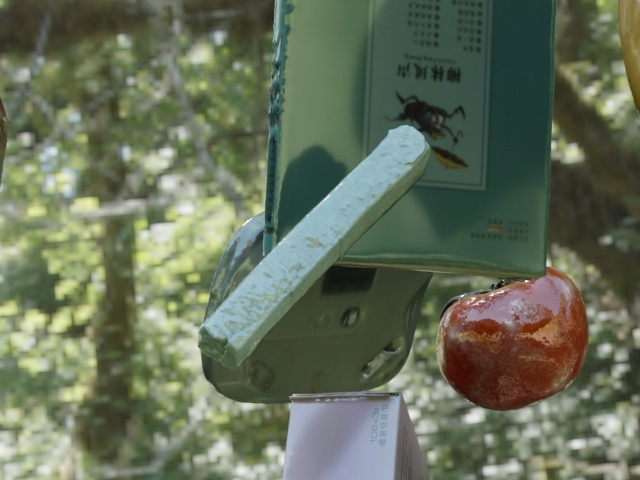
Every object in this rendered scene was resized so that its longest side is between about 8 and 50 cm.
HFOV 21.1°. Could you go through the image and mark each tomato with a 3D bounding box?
[{"bbox_3d":[0.224,0.116,1.970,0.187,0.151,0.187,-14,-9,-2],"label":"tomato"}]

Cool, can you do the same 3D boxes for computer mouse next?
[{"bbox_3d":[-0.001,0.054,1.590,0.095,0.197,0.331,21,10,34],"label":"computer mouse"}]

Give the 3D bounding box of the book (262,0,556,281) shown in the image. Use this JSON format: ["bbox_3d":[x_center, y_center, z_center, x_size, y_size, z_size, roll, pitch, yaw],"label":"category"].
[{"bbox_3d":[0.083,-0.160,1.440,0.264,0.379,0.031,5,-4,-23],"label":"book"}]

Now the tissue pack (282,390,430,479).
[{"bbox_3d":[0.021,0.250,1.285,0.092,0.246,0.148,-2,-36,13],"label":"tissue pack"}]

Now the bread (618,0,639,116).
[{"bbox_3d":[0.358,-0.185,1.278,0.270,0.316,0.211,31,-41,5],"label":"bread"}]

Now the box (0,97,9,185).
[{"bbox_3d":[-0.473,-0.062,1.598,0.344,0.122,0.385,-20,18,-3],"label":"box"}]

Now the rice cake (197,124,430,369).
[{"bbox_3d":[0.000,0.000,1.267,0.245,0.042,0.045,-45,-17,-29],"label":"rice cake"}]
